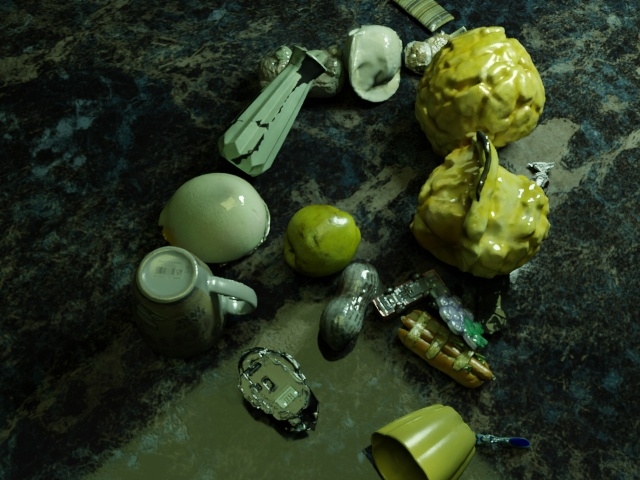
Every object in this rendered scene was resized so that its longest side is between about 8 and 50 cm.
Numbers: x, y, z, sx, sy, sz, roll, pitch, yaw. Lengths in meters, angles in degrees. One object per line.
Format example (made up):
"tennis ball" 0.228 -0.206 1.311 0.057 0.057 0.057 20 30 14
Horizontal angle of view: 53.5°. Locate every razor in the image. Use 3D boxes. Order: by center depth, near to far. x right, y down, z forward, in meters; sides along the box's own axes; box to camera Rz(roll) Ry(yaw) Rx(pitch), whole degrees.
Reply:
"razor" 0.418 0.470 1.484 0.155 0.028 0.044 5 61 0

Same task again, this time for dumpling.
"dumpling" 0.175 -0.533 1.915 0.243 0.175 0.227 -7 98 -18

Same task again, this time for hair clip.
"hair clip" 0.335 0.197 1.565 0.195 0.052 0.124 46 37 6

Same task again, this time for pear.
"pear" 0.000 0.000 1.624 0.200 0.200 0.200 1 62 -3

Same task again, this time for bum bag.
"bum bag" 0.446 0.154 1.647 0.087 0.049 0.197 -3 60 23

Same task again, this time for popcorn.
"popcorn" 0.405 -0.096 1.606 0.349 0.381 0.349 -6 42 5
"popcorn" 0.434 -0.412 1.778 0.344 0.390 0.354 -12 95 8

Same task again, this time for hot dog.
"hot dog" 0.308 0.267 1.564 0.269 0.072 0.109 33 67 15

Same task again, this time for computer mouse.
"computer mouse" -0.101 0.350 1.491 0.146 0.077 0.241 -39 74 -21

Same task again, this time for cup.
"cup" -0.301 0.135 1.497 0.301 0.257 0.227 0 64 -6

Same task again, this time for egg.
"egg" -0.280 -0.085 1.660 0.286 0.174 0.264 16 58 9

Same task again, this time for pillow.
"pillow" 0.344 -0.788 2.146 0.113 0.038 0.203 -38 71 -21

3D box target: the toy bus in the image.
"toy bus" 0.222 0.143 1.621 0.192 0.077 0.065 -25 64 -18

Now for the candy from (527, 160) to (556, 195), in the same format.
"candy" 0.609 -0.148 1.814 0.094 0.051 0.226 27 64 14

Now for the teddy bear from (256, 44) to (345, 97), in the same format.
"teddy bear" -0.058 -0.510 1.914 0.267 0.151 0.236 7 41 -2

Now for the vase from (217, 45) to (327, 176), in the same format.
"vase" -0.133 -0.357 1.755 0.165 0.165 0.360 36 94 15

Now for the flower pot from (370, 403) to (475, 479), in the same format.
"flower pot" 0.236 0.461 1.401 0.179 0.195 0.195 -27 66 -30

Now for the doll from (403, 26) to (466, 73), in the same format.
"doll" 0.365 -0.599 2.007 0.221 0.105 0.115 -26 82 -14

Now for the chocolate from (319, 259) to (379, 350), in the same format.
"chocolate" 0.070 0.158 1.589 0.110 0.110 0.248 19 58 7
